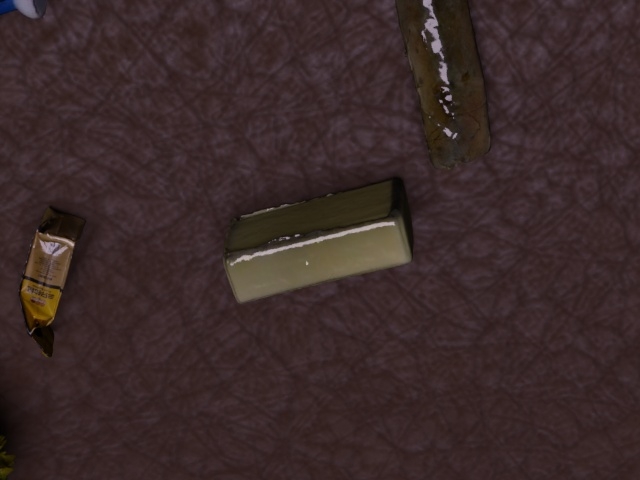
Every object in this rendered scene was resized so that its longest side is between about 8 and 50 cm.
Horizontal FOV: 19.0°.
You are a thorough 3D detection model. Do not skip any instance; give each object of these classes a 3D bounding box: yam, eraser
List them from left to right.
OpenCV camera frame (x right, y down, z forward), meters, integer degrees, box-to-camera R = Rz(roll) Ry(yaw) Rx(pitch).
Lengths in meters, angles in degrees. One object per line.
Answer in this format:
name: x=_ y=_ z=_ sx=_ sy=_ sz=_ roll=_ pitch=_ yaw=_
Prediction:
eraser: x=0.000 y=0.000 z=1.788 sx=0.172 sy=0.117 sz=0.058 roll=-14 pitch=108 yaw=7
yam: x=0.104 y=-0.217 z=1.733 sx=0.067 sy=0.071 sz=0.317 roll=5 pitch=115 yaw=40

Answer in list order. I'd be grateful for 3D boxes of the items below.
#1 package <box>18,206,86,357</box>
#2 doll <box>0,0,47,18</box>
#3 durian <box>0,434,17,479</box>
package: x=-0.264 y=0.039 z=1.839 sx=0.047 sy=0.071 sz=0.131 roll=15 pitch=111 yaw=-8
doll: x=-0.370 y=-0.243 z=1.691 sx=0.257 sy=0.215 sz=0.161 roll=7 pitch=66 yaw=9
durian: x=-0.440 y=0.230 z=1.834 sx=0.291 sy=0.224 sz=0.291 roll=3 pitch=112 yaw=8
